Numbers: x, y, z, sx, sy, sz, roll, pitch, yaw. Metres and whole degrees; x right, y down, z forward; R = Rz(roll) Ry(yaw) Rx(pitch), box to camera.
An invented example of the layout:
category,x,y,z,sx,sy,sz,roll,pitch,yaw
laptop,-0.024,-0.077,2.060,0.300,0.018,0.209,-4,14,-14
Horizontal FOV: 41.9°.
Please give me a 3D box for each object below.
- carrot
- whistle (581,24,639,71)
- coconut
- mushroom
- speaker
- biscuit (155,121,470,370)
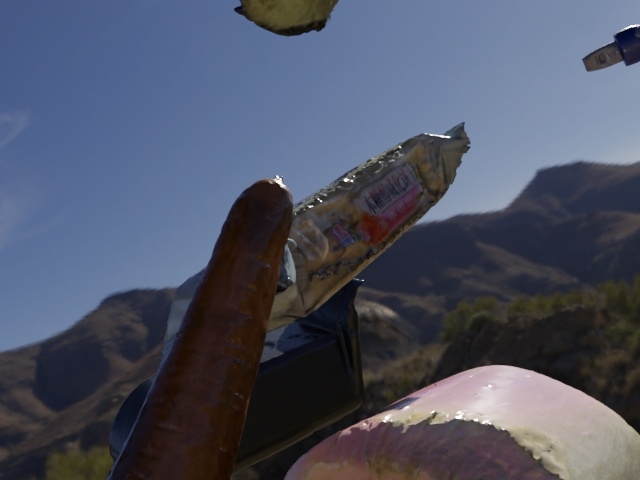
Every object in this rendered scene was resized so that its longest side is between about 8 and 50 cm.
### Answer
category,x,y,z,sx,sy,sz,roll,pitch,yaw
carrot,-0.054,0.058,0.426,0.061,0.209,0.061,16,-22,7
whistle,0.241,-0.153,0.639,0.083,0.033,0.029,-23,11,18
coconut,0.108,0.200,0.549,0.233,0.233,0.245,-25,-13,31
mushroom,-0.077,-0.422,1.112,0.247,0.344,0.130,16,-52,-32
speaker,-0.109,0.194,1.193,0.388,0.184,0.180,-21,16,-34
biscuit,0.003,-0.001,0.727,0.309,0.079,0.186,-35,3,-42
